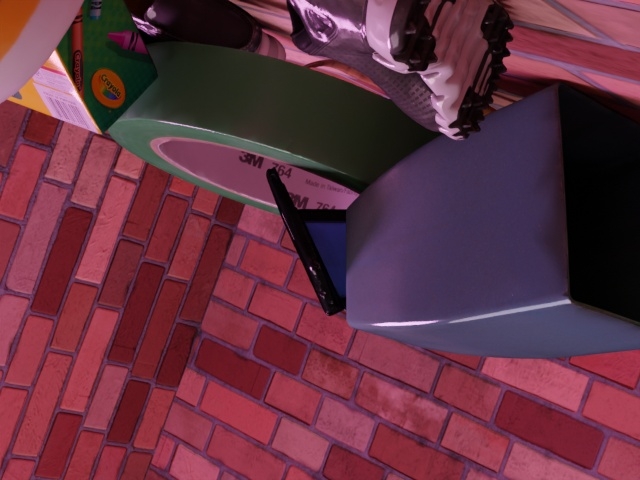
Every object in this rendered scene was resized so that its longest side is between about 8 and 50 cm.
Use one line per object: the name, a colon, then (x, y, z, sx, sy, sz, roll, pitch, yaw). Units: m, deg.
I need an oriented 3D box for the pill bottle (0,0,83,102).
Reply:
pill bottle: (-0.225, -0.160, 0.522, 0.278, 0.162, 0.162, 19, -178, -36)

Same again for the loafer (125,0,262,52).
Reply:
loafer: (-0.133, -0.201, 1.251, 0.170, 0.062, 0.061, 19, 177, 10)

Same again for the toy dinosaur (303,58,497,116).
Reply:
toy dinosaur: (0.078, -0.133, 1.274, 0.212, 0.064, 0.112, 17, 170, -11)

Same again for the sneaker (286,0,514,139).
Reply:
sneaker: (0.039, -0.119, 0.792, 0.106, 0.078, 0.234, 24, 179, 19)

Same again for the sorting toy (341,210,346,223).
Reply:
sorting toy: (0.000, 0.000, 1.341, 0.042, 0.061, 0.102, 19, 148, -4)

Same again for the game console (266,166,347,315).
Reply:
game console: (0.013, -0.002, 1.225, 0.107, 0.071, 0.122, 71, 175, -51)

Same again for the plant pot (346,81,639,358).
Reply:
plant pot: (0.140, 0.009, 1.131, 0.234, 0.165, 0.165, -17, 155, 40)

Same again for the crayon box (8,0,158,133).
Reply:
crayon box: (-0.284, -0.205, 1.212, 0.278, 0.081, 0.165, 21, 150, 32)

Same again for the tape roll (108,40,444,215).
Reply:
tape roll: (-0.030, -0.084, 1.323, 0.321, 0.077, 0.321, 18, 171, 3)

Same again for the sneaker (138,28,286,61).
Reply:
sneaker: (-0.161, -0.208, 1.436, 0.281, 0.105, 0.115, 9, 162, 43)

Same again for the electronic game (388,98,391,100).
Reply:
electronic game: (0.165, -0.108, 1.647, 0.229, 0.048, 0.229, 20, 173, 2)
